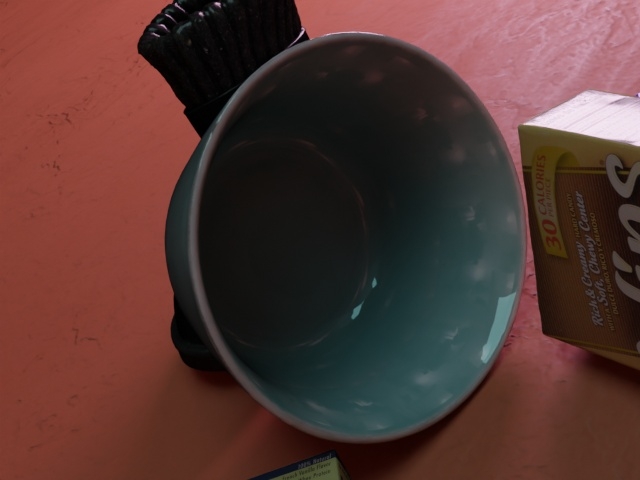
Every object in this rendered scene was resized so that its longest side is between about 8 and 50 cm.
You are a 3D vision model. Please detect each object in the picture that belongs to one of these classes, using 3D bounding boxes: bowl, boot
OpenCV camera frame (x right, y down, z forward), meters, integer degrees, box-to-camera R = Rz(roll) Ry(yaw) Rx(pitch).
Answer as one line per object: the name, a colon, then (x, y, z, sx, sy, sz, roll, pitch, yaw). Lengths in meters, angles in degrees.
bowl: (0.000, 0.000, 0.949, 0.311, 0.311, 0.163, -46, 21, -25)
boot: (-0.085, -0.079, 1.086, 0.131, 0.260, 0.348, -4, 41, 27)

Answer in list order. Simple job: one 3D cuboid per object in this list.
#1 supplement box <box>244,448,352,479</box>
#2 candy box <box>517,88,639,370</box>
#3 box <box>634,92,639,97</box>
supplement box: (-0.013, 0.212, 0.858, 0.083, 0.056, 0.083, -21, 37, 8)
candy box: (0.284, 0.015, 0.787, 0.087, 0.183, 0.316, -27, 29, -31)
box: (0.324, -0.096, 1.057, 0.081, 0.028, 0.136, -37, 35, -14)
